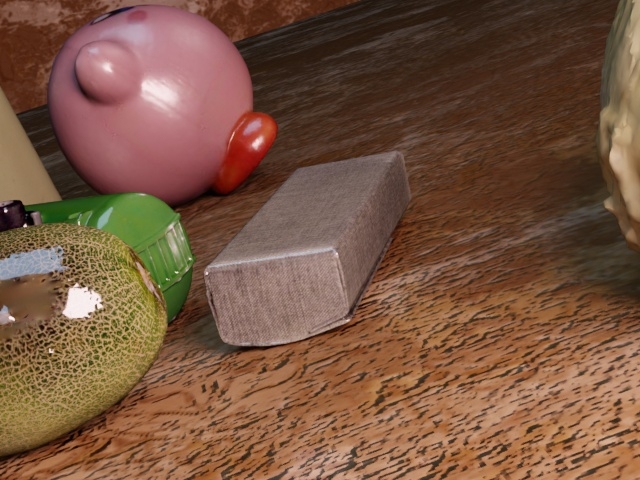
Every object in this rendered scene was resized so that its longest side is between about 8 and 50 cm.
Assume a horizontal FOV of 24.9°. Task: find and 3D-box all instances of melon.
[{"bbox_3d":[-0.150,0.050,0.665,0.162,0.099,0.099,-22,12,7],"label":"melon"}]

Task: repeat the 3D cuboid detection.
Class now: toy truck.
[{"bbox_3d":[-0.194,0.025,0.839,0.243,0.101,0.125,-6,12,34],"label":"toy truck"}]

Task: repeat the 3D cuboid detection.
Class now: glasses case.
[{"bbox_3d":[0.000,0.000,0.790,0.071,0.047,0.205,-10,14,15],"label":"glasses case"}]

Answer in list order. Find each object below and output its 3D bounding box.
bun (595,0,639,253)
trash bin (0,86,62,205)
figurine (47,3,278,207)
[{"bbox_3d":[0.269,-0.115,0.565,0.364,0.202,0.364,-19,12,4],"label":"bun"},{"bbox_3d":[-0.314,-0.067,0.961,0.243,0.247,0.121,-3,47,19],"label":"trash bin"},{"bbox_3d":[-0.137,-0.109,1.167,0.173,0.173,0.173,-17,13,4],"label":"figurine"}]
